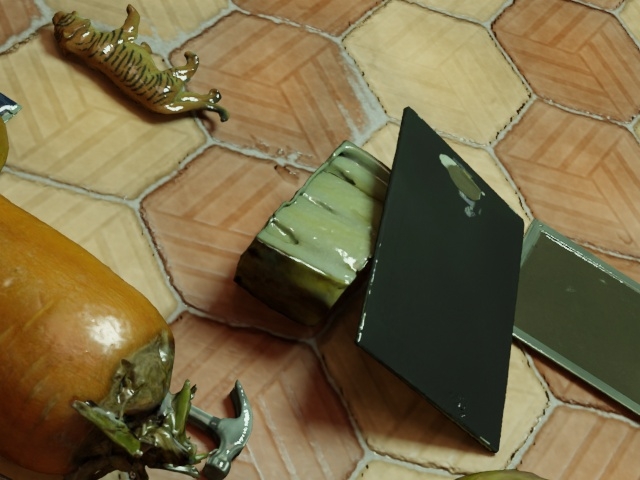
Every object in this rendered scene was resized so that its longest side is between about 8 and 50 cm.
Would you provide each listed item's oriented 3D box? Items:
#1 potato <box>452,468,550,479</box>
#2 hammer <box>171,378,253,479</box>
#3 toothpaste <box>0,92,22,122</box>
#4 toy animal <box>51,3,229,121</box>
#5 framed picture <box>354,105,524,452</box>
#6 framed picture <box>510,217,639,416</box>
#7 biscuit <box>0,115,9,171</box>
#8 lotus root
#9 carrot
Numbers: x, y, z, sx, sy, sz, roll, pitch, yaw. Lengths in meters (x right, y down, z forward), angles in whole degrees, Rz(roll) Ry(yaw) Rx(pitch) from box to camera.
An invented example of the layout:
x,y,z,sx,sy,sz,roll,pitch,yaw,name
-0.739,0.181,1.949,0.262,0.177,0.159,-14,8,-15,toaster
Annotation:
x,y,z,sx,sy,sz,roll,pitch,yaw,name
0.156,0.330,1.123,0.237,0.301,0.289,40,12,36,potato
-0.181,0.142,1.245,0.246,0.029,0.103,29,48,2,hammer
-0.405,-0.181,1.406,0.140,0.021,0.037,36,56,4,toothpaste
-0.216,-0.208,1.491,0.241,0.057,0.099,39,56,7,toy animal
0.144,0.040,1.374,0.244,0.013,0.324,41,46,-33,framed picture
0.335,0.099,1.508,0.252,0.014,0.197,33,48,4,framed picture
-0.488,-0.146,1.328,0.299,0.045,0.154,5,51,-20,biscuit
0.000,0.000,1.363,0.119,0.138,0.235,39,47,1,lotus root
-0.247,0.110,1.124,0.331,0.193,0.214,33,58,9,carrot
